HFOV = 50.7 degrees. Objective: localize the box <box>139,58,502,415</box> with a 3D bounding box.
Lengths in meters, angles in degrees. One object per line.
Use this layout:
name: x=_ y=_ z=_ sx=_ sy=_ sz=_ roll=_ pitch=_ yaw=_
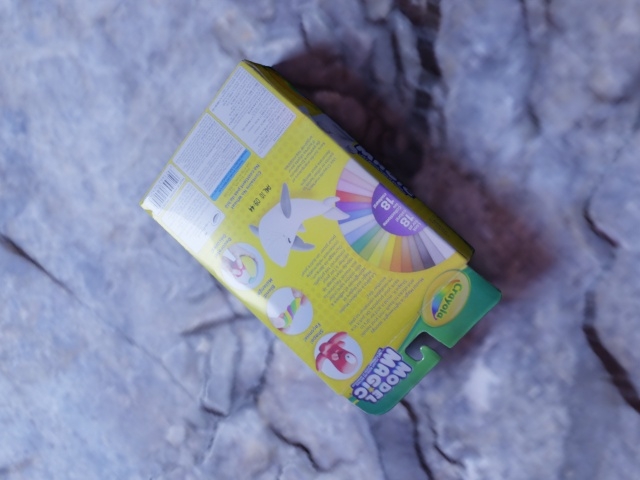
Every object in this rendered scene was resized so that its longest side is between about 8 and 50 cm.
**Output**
box: x=0.000 y=0.000 z=0.366 sx=0.179 sy=0.043 sz=0.105 roll=44 pitch=109 yaw=8
